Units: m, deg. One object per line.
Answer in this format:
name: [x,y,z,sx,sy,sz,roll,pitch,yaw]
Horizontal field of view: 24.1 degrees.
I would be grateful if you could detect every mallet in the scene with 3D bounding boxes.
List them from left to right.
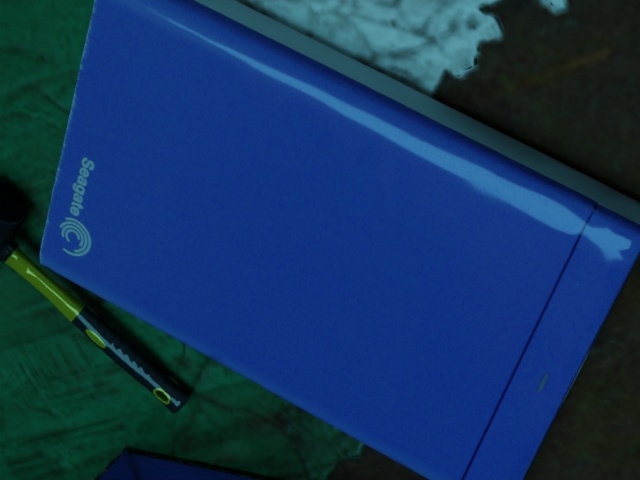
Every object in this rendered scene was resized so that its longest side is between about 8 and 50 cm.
mallet: [-0.164,0.047,0.955,0.190,0.039,0.062,48,126,-8]

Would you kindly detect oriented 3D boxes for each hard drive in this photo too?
hard drive: [0.000,0.000,0.836,0.318,0.040,0.210,28,126,12]

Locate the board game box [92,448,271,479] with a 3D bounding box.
board game box: [-0.048,0.310,0.967,0.232,0.141,0.291,8,119,24]
